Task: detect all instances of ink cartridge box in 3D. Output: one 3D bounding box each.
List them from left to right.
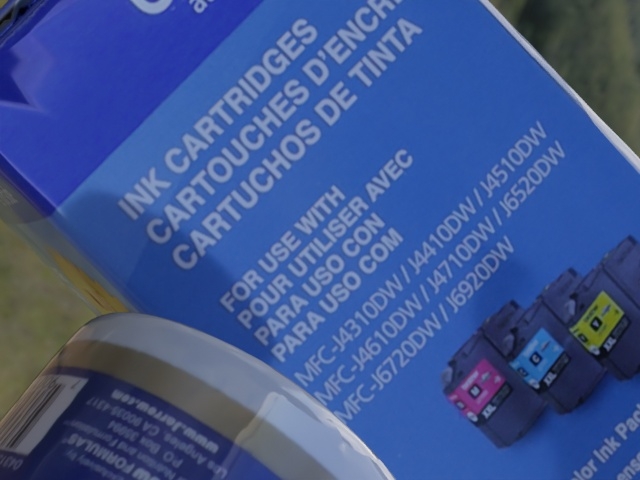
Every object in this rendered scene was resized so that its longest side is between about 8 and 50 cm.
[{"bbox_3d":[0.000,0.000,0.700,0.151,0.395,0.270,-44,-171,-9],"label":"ink cartridge box"}]

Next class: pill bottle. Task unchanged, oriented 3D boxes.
[{"bbox_3d":[-0.059,0.105,0.385,0.169,0.094,0.094,-53,166,-25],"label":"pill bottle"}]
